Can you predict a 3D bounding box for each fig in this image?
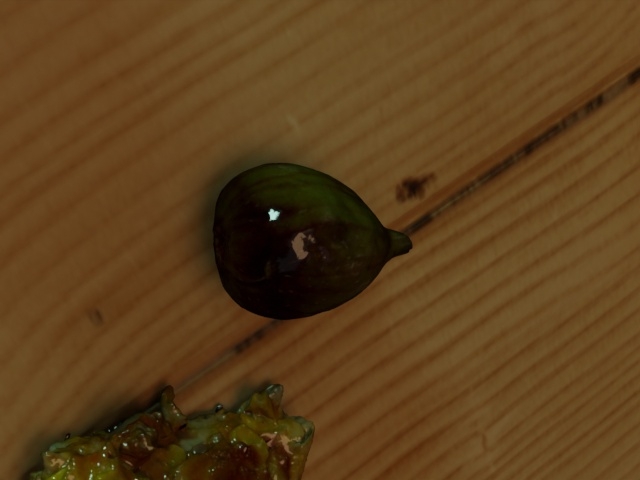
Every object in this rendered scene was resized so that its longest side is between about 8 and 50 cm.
[{"bbox_3d":[0.000,0.000,0.906,0.154,0.103,0.109,-6,136,-26],"label":"fig"}]

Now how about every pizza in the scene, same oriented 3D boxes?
[{"bbox_3d":[-0.123,0.211,0.924,0.289,0.081,0.229,-47,130,-8],"label":"pizza"}]
